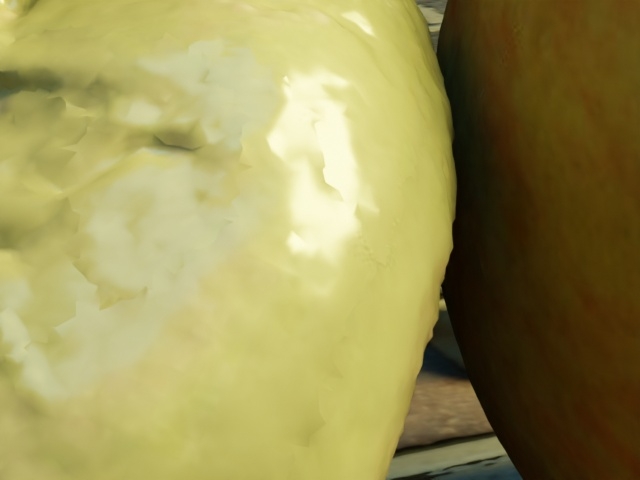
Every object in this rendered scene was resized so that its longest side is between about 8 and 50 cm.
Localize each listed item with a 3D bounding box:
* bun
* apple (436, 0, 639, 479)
[{"bbox_3d":[-0.113,0.029,0.551,0.213,0.361,0.361,28,13,-13],"label":"bun"},{"bbox_3d":[0.221,-0.020,0.568,0.391,0.391,0.347,-2,44,1],"label":"apple"}]
